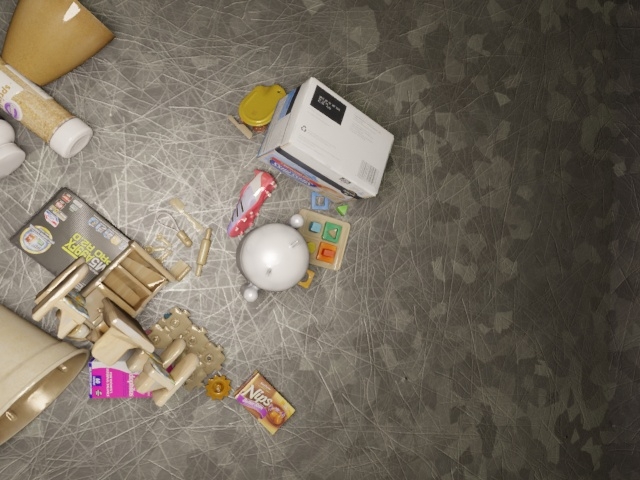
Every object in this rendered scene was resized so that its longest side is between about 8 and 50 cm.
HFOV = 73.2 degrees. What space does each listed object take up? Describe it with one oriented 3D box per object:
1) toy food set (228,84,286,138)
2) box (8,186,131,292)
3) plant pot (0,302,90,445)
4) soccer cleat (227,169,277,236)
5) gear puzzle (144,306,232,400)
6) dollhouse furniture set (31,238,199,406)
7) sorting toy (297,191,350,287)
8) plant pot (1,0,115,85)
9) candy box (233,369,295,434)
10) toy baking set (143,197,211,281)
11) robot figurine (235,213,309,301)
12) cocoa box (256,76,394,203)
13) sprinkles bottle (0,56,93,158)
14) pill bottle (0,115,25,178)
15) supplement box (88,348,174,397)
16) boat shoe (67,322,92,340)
[{"bbox_3d":[-0.205,-0.432,1.464,0.128,0.071,0.218,38,76,12],"label":"toy food set"},{"bbox_3d":[-0.733,0.007,1.297,0.270,0.060,0.216,43,77,-11],"label":"box"},{"bbox_3d":[-0.864,0.326,1.144,0.305,0.334,0.334,40,78,0],"label":"plant pot"},{"bbox_3d":[-0.244,-0.124,1.443,0.095,0.083,0.248,33,84,17],"label":"soccer cleat"},{"bbox_3d":[-0.406,0.376,1.392,0.175,0.044,0.339,-42,99,-6],"label":"gear puzzle"},{"bbox_3d":[-0.502,0.168,1.144,0.256,0.394,0.362,-49,118,-18],"label":"dollhouse furniture set"},{"bbox_3d":[0.000,0.000,1.516,0.195,0.047,0.348,16,85,-15],"label":"sorting toy"},{"bbox_3d":[-0.770,-0.579,1.234,0.237,0.237,0.254,39,91,-12],"label":"plant pot"},{"bbox_3d":[-0.188,0.540,1.446,0.109,0.053,0.187,-43,101,-13],"label":"candy box"},{"bbox_3d":[-0.453,0.000,1.394,0.196,0.030,0.256,19,84,-15],"label":"toy baking set"},{"bbox_3d":[-0.148,0.049,1.312,0.199,0.353,0.300,31,82,-13],"label":"robot figurine"},{"bbox_3d":[0.017,-0.300,1.385,0.347,0.228,0.232,27,73,-29],"label":"cocoa box"},{"bbox_3d":[-0.846,-0.397,1.244,0.355,0.121,0.121,40,79,-11],"label":"sprinkles bottle"},{"bbox_3d":[-0.984,-0.319,1.170,0.323,0.181,0.181,46,78,-11],"label":"pill bottle"},{"bbox_3d":[-0.559,0.395,1.291,0.219,0.114,0.111,1,95,-8],"label":"supplement box"},{"bbox_3d":[-0.710,0.262,1.252,0.059,0.170,0.063,47,62,-31],"label":"boat shoe"}]
